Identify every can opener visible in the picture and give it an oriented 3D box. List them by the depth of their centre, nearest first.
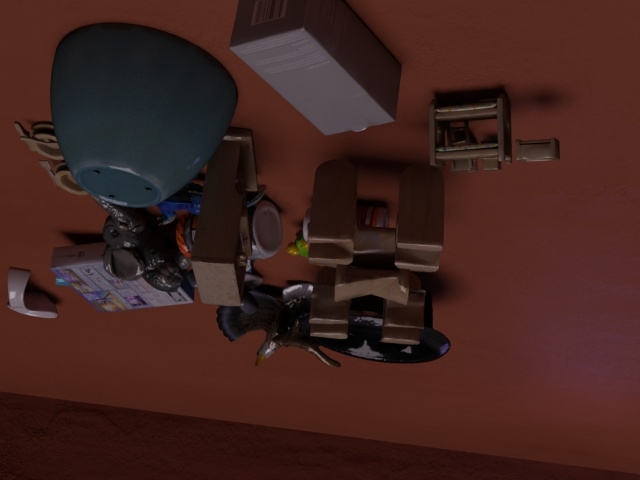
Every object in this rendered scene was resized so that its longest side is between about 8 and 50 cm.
[{"bbox_3d":[-0.198,0.099,2.106,0.074,0.093,0.280,-36,158,11],"label":"can opener"}]

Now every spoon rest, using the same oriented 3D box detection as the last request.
[{"bbox_3d":[-0.785,0.162,2.537,0.137,0.084,0.276,9,156,1],"label":"spoon rest"}]

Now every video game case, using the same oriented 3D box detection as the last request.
[{"bbox_3d":[-0.454,0.082,2.214,0.245,0.061,0.269,-7,153,11],"label":"video game case"}]

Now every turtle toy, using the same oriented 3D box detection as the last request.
[{"bbox_3d":[0.000,0.000,1.889,0.095,0.066,0.130,23,153,-33],"label":"turtle toy"}]

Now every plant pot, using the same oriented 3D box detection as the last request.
[{"bbox_3d":[-0.289,-0.166,1.461,0.290,0.195,0.290,9,157,4],"label":"plant pot"}]

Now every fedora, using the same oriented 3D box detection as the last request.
[{"bbox_3d":[0.128,0.161,2.097,0.334,0.152,0.334,11,158,5],"label":"fedora"}]

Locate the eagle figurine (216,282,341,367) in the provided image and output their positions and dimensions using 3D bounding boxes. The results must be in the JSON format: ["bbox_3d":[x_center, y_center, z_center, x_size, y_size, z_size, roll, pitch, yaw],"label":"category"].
[{"bbox_3d":[-0.107,0.207,2.311,0.298,0.225,0.226,27,141,66],"label":"eagle figurine"}]

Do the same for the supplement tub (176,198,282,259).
[{"bbox_3d":[-0.180,-0.017,1.858,0.191,0.116,0.117,-4,153,30],"label":"supplement tub"}]

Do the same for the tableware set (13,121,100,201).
[{"bbox_3d":[-0.473,-0.140,1.748,0.128,0.039,0.194,3,146,15],"label":"tableware set"}]

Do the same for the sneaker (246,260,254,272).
[{"bbox_3d":[-0.171,0.032,2.050,0.058,0.052,0.135,14,156,-1],"label":"sneaker"}]

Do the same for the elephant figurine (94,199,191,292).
[{"bbox_3d":[-0.380,0.001,1.968,0.240,0.186,0.169,24,-172,-8],"label":"elephant figurine"}]

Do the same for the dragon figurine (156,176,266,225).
[{"bbox_3d":[-0.257,-0.091,1.756,0.289,0.085,0.144,4,156,15],"label":"dragon figurine"}]

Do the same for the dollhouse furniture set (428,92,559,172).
[{"bbox_3d":[0.273,-0.162,1.430,0.182,0.101,0.161,-2,179,23],"label":"dollhouse furniture set"}]

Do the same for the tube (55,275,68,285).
[{"bbox_3d":[-0.547,0.097,2.351,0.207,0.052,0.080,8,164,-11],"label":"tube"}]

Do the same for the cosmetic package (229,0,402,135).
[{"bbox_3d":[0.000,-0.247,1.289,0.127,0.107,0.238,-6,155,32],"label":"cosmetic package"}]

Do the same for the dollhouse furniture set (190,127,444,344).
[{"bbox_3d":[0.004,-0.025,1.598,0.395,0.256,0.362,4,151,3],"label":"dollhouse furniture set"}]

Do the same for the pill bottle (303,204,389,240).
[{"bbox_3d":[0.048,-0.026,1.789,0.152,0.086,0.086,5,156,12],"label":"pill bottle"}]
